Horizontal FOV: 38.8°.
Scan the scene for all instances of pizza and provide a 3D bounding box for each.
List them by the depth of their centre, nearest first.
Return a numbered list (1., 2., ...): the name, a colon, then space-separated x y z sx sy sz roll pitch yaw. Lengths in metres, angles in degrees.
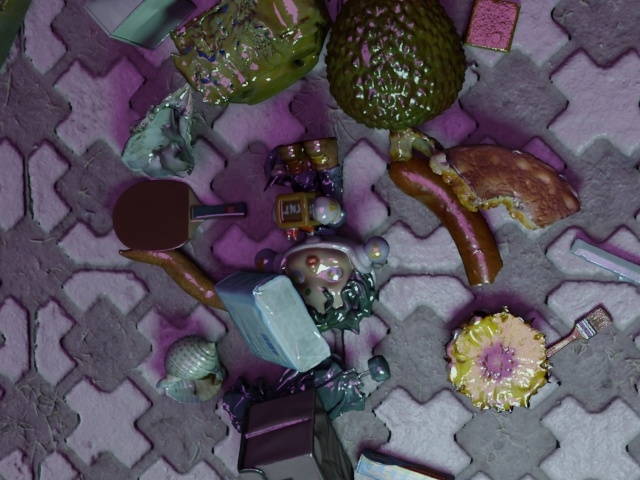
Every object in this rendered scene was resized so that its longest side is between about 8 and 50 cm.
1. pizza: 0.343 -0.099 1.692 0.305 0.085 0.161 18 63 -10

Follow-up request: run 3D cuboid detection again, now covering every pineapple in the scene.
1. pineapple: 0.341 0.227 1.753 0.225 0.076 0.224 1 93 10

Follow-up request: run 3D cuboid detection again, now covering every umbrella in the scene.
1. umbrella: -0.023 0.302 1.812 0.349 0.094 0.143 -24 115 16

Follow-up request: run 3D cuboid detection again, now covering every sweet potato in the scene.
1. sweet potato: -0.273 0.067 1.846 0.281 0.059 0.067 32 112 5

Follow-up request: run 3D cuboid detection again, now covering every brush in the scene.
1. brush: 0.484 0.189 1.758 0.170 0.014 0.043 -36 91 13

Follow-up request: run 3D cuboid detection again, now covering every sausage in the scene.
1. sausage: 0.248 -0.049 1.738 0.103 0.076 0.302 -36 89 8

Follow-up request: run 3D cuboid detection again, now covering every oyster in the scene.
1. oyster: -0.313 -0.195 1.751 0.199 0.252 0.087 8 55 18

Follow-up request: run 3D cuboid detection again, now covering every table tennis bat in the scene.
1. table tennis bat: -0.285 -0.053 1.836 0.274 0.021 0.154 -4 74 3

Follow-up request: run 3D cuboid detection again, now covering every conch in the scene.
1. conch: -0.255 0.258 1.843 0.135 0.102 0.153 41 134 -8

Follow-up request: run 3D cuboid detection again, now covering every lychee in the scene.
1. lychee: 0.136 -0.313 1.637 0.270 0.270 0.320 20 142 7

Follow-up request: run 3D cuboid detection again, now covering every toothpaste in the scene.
1. toothpaste: 0.170 0.471 1.810 0.193 0.070 0.044 17 97 7

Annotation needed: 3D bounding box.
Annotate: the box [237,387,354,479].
1. box: -0.040 0.436 1.737 0.153 0.188 0.252 -16 121 11

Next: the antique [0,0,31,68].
1. antique: -0.686 -0.442 1.827 0.150 0.125 0.284 37 101 3

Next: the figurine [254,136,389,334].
1. figurine: 0.002 0.000 1.724 0.261 0.186 0.381 -5 99 35

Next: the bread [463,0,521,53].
1. bread: 0.322 -0.405 1.710 0.090 0.035 0.094 14 98 8

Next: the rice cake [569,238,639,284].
1. rice cake: 0.559 0.050 1.721 0.180 0.030 0.042 25 94 6

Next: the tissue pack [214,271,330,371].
1. tissue pack: -0.093 0.143 1.686 0.089 0.263 0.177 -32 100 -18

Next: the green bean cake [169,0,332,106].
1. green bean cake: -0.121 -0.367 1.664 0.310 0.285 0.202 -33 95 13

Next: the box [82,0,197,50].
1. box: -0.338 -0.444 1.718 0.129 0.225 0.086 -42 88 11
